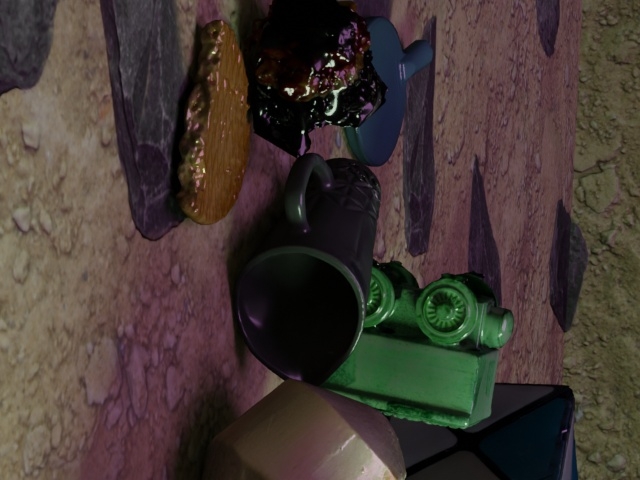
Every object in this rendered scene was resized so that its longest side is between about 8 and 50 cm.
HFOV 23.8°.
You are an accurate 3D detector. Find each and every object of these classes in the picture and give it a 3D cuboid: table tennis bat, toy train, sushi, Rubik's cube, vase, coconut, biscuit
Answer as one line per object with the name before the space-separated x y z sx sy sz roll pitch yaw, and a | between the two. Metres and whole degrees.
table tennis bat | 0.097 -0.232 2.241 0.329 0.044 0.215 -47 134 -58
toy train | 0.117 0.130 2.005 0.145 0.266 0.202 2 98 -70
sushi | -0.011 -0.218 1.777 0.172 0.153 0.150 -45 157 -36
Rubik's cube | 0.229 0.403 2.261 0.310 0.307 0.305 -63 146 -53
vase | 0.000 0.000 1.850 0.301 0.156 0.251 -68 154 -58
coconut | -0.010 0.264 1.680 0.241 0.241 0.241 2 90 -70
biscuit | -0.114 -0.119 1.670 0.144 0.033 0.224 43 52 -67
